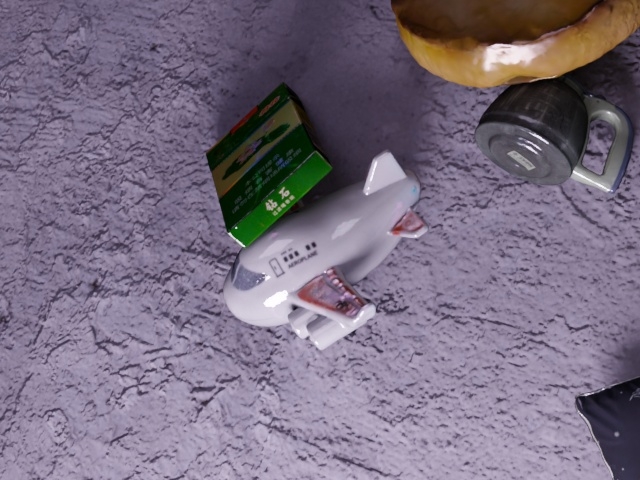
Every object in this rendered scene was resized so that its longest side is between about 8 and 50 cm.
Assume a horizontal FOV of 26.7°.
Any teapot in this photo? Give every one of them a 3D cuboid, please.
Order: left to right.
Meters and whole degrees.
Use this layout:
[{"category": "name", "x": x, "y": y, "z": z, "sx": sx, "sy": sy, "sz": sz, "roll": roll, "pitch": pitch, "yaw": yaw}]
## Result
[{"category": "teapot", "x": 0.244, "y": -0.122, "z": 1.393, "sx": 0.149, "sy": 0.111, "sz": 0.108, "roll": 16, "pitch": 68, "yaw": 36}]

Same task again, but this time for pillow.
[{"category": "pillow", "x": 0.359, "y": 0.171, "z": 1.271, "sx": 0.208, "sy": 0.055, "sz": 0.141, "roll": -28, "pitch": 72, "yaw": 18}]

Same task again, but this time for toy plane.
[{"category": "toy plane", "x": 0.002, "y": 0.002, "z": 1.461, "sx": 0.252, "sy": 0.118, "sz": 0.252, "roll": -16, "pitch": 53, "yaw": 22}]

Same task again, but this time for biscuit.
[{"category": "biscuit", "x": 0.221, "y": -0.271, "z": 1.421, "sx": 0.296, "sy": 0.102, "sz": 0.296, "roll": -15, "pitch": 44, "yaw": 15}]

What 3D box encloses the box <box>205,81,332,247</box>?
[{"category": "box", "x": -0.063, "y": -0.090, "z": 1.508, "sx": 0.132, "sy": 0.034, "sz": 0.235, "roll": -42, "pitch": 25, "yaw": 10}]
